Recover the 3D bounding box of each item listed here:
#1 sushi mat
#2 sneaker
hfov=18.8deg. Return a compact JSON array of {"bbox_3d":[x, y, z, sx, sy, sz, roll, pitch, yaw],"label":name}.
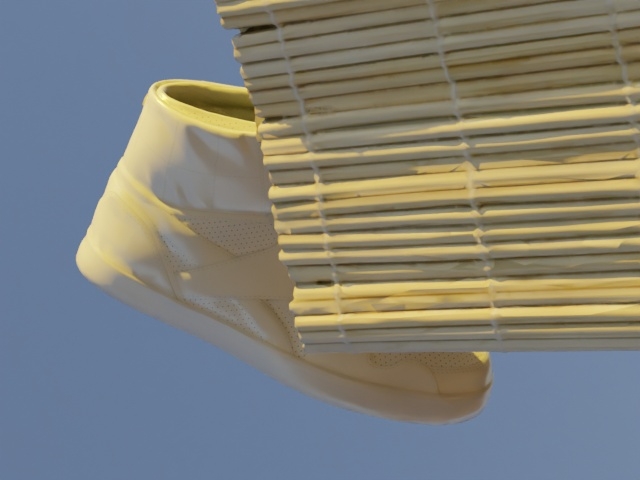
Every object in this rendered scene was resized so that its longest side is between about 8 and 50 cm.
[{"bbox_3d":[0.094,-0.036,0.594,0.019,0.316,0.151,-30,-70,-45],"label":"sushi mat"},{"bbox_3d":[0.000,0.000,1.262,0.292,0.169,0.108,22,-155,-2],"label":"sneaker"}]
